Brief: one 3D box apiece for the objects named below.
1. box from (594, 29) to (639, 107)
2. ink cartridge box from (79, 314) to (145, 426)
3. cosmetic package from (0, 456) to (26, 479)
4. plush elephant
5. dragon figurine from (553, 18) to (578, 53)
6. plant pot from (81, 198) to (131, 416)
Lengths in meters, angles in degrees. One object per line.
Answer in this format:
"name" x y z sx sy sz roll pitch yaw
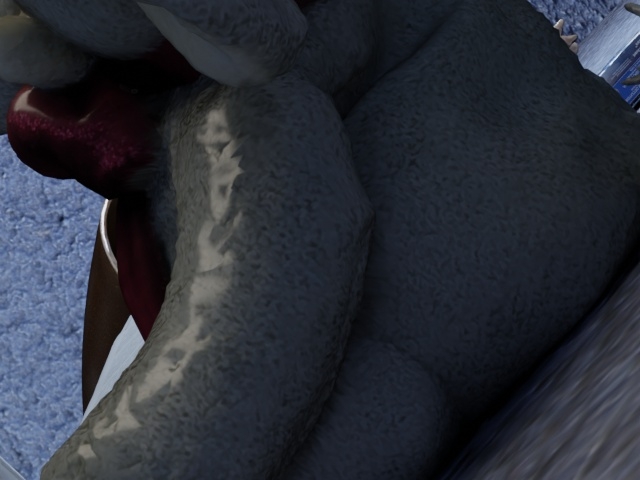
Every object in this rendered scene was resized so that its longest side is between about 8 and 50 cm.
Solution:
"box" 0.144 -0.063 0.961 0.094 0.027 0.137 -45 -2 -33
"ink cartridge box" 0.000 0.000 0.949 0.308 0.091 0.385 -48 9 15
"cosmetic package" -0.196 0.203 0.766 0.183 0.151 0.151 -46 -1 -33
"plush elephant" -0.035 -0.048 0.522 0.330 0.255 0.272 -47 -1 32
"dragon figurine" 0.095 -0.066 1.108 0.289 0.085 0.144 -58 -13 -24
"plant pot" -0.096 0.093 1.301 0.215 0.215 0.230 -46 -15 -53
